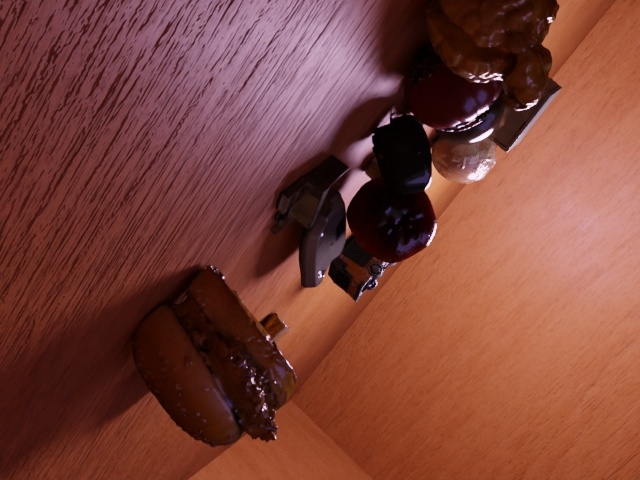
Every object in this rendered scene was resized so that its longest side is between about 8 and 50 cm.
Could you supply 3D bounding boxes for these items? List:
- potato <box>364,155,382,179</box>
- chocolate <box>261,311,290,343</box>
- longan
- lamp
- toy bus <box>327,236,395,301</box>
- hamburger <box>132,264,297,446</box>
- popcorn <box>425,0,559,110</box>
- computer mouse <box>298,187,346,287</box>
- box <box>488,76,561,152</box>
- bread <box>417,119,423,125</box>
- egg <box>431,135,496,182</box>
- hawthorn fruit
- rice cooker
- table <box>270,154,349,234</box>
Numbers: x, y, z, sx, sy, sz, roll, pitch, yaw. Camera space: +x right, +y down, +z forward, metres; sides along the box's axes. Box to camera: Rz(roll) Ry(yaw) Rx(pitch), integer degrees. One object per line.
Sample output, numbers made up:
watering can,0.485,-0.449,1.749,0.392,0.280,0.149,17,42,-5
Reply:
potato,0.180,-0.208,1.917,0.122,0.061,0.086,-36,163,-37
chocolate,-0.197,0.327,2.218,0.219,0.085,0.086,-43,167,-8
longan,0.414,-0.360,1.967,0.212,0.198,0.198,-49,167,-7
lamp,0.297,-0.343,1.556,0.227,0.227,0.227,-45,167,-14
toy bus,0.160,0.054,2.389,0.275,0.167,0.138,-48,168,-24
hamburger,-0.201,0.296,1.493,0.268,0.287,0.446,-37,143,-20
popcorn,0.337,-0.409,1.354,0.264,0.333,0.225,-14,172,-28
computer mouse,-0.006,-0.003,1.833,0.197,0.095,0.331,-59,165,-29
box,0.562,-0.435,2.143,0.117,0.225,0.225,-33,161,-49
bread,0.306,-0.372,1.789,0.267,0.040,0.267,-50,-179,1
egg,0.472,-0.285,2.344,0.245,0.203,0.203,-7,142,-38
hawthorn fruit,0.166,-0.052,1.870,0.210,0.230,0.266,-55,-164,-19
rice cooker,0.200,-0.210,1.711,0.118,0.203,0.142,-18,-172,-13
table,-0.025,-0.091,1.585,0.175,0.062,0.146,-43,167,-33
